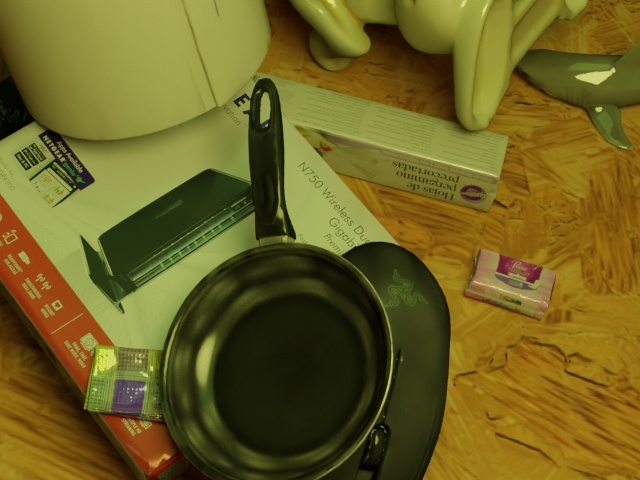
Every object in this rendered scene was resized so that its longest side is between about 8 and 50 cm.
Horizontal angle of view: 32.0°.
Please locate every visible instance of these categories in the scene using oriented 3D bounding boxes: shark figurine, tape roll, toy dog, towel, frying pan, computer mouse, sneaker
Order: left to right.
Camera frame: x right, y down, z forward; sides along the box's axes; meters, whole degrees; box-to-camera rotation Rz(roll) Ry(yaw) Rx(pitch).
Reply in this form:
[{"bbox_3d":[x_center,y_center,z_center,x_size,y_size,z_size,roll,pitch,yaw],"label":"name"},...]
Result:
[{"bbox_3d":[-0.326,-0.123,1.172,0.089,0.051,0.170,-30,57,-26],"label":"sneaker"},{"bbox_3d":[-0.179,-0.231,0.993,0.246,0.169,0.246,-8,43,8],"label":"tape roll"},{"bbox_3d":[-0.147,0.116,0.911,0.083,0.009,0.060,7,65,-2],"label":"towel"},{"bbox_3d":[-0.058,0.046,0.900,0.197,0.053,0.326,-30,62,10],"label":"frying pan"},{"bbox_3d":[0.045,-0.349,1.184,0.407,0.395,0.285,24,66,28],"label":"toy dog"},{"bbox_3d":[0.055,0.132,0.917,0.188,0.072,0.272,7,80,-16],"label":"computer mouse"},{"bbox_3d":[0.382,-0.215,1.288,0.278,0.116,0.166,-20,59,-19],"label":"shark figurine"}]

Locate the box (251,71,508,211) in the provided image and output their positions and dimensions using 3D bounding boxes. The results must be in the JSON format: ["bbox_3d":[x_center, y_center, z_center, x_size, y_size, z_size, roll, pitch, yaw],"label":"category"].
[{"bbox_3d":[0.035,-0.111,1.194,0.323,0.063,0.067,14,53,4],"label":"box"}]

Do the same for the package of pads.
[{"bbox_3d":[0.190,0.042,1.114,0.083,0.032,0.050,17,54,6],"label":"package of pads"}]

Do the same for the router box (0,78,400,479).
[{"bbox_3d":[-0.131,0.004,1.018,0.301,0.082,0.335,-35,72,-19],"label":"router box"}]
